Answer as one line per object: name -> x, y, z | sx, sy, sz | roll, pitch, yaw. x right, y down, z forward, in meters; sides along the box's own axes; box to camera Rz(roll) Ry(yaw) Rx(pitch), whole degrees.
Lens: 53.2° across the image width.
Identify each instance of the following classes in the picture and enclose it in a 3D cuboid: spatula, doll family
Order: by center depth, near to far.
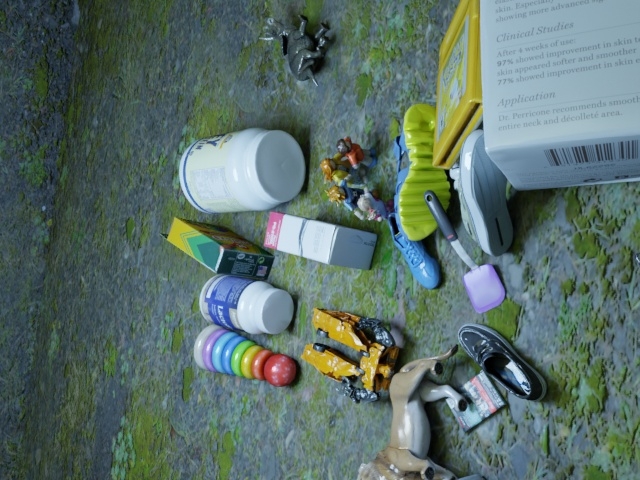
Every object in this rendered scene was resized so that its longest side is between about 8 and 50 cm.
spatula -> 0.311, 0.017, 1.417 | 0.084, 0.030, 0.297 | -31, 89, 33
doll family -> 0.078, -0.137, 1.613 | 0.118, 0.163, 0.263 | -36, 61, 32

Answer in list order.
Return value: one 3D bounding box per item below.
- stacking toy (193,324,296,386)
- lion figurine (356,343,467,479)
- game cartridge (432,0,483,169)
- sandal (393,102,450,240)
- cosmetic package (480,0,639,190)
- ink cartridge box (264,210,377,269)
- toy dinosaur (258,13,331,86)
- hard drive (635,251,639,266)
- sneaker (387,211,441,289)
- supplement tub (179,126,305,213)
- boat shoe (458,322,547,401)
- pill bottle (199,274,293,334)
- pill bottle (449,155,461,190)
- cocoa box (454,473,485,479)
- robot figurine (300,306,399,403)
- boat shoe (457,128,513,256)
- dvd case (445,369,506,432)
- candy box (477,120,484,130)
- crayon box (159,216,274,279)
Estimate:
stacking toy -> -0.204, 0.341, 1.830 | 0.330, 0.141, 0.141 | 10, 89, 35
lion figurine -> 0.202, 0.422, 1.448 | 0.240, 0.142, 0.392 | -10, 61, 58
game cartridge -> 0.296, -0.354, 1.346 | 0.285, 0.052, 0.324 | 105, 171, -69
sandal -> 0.229, -0.153, 1.510 | 0.138, 0.126, 0.318 | 147, 130, -74
cosmetic package -> 0.479, -0.321, 1.130 | 0.329, 0.327, 0.394 | -3, 81, 27
ink cartridge box -> 0.000, 0.000, 1.656 | 0.237, 0.172, 0.100 | 14, 93, 42
toy dinosaur -> -0.046, -0.539, 1.849 | 0.160, 0.121, 0.314 | -46, 59, 41
hard drive -> 0.715, 0.128, 1.062 | 0.237, 0.064, 0.339 | -33, 62, 34
sneaker -> 0.215, 0.023, 1.521 | 0.069, 0.082, 0.209 | -37, 62, 30
supplement tub -> -0.227, -0.200, 1.852 | 0.324, 0.235, 0.236 | -2, 82, 42
boat shoe -> 0.368, 0.254, 1.346 | 0.228, 0.076, 0.080 | 46, 113, 36
pill bottle -> -0.211, 0.185, 1.829 | 0.264, 0.153, 0.153 | 5, 87, 43
pill bottle -> 0.328, -0.176, 1.459 | 0.067, 0.067, 0.120 | -10, 76, 41
cocoa box -> 0.262, 0.685, 1.264 | 0.228, 0.231, 0.347 | 38, 108, 39
robot figurine -> 0.079, 0.276, 1.593 | 0.291, 0.085, 0.211 | 20, 97, 45
boat shoe -> 0.326, -0.095, 1.331 | 0.094, 0.109, 0.302 | 31, 148, 48
dvd case -> 0.338, 0.353, 1.400 | 0.119, 0.013, 0.087 | -46, 55, 26
candy box -> 0.358, -0.339, 1.486 | 0.105, 0.027, 0.206 | -2, 81, 46
crayon box -> -0.316, 0.014, 1.920 | 0.318, 0.202, 0.081 | 27, 100, 41
